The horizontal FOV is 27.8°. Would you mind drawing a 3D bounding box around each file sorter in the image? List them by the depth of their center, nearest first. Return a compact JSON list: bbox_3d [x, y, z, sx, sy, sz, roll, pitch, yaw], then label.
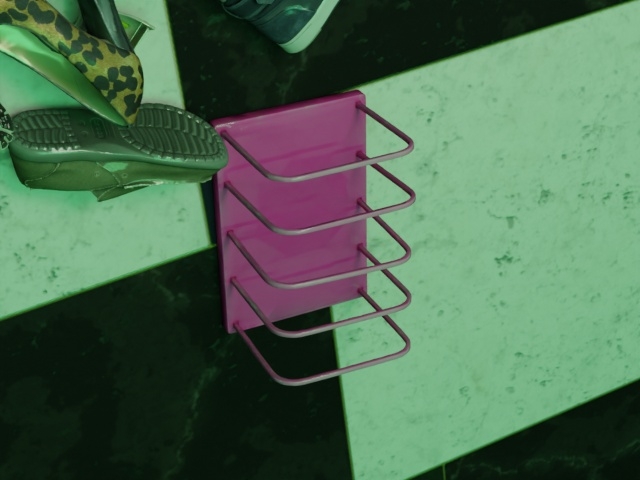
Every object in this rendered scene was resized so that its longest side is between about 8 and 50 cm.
[{"bbox_3d":[0.000,0.000,1.562,0.202,0.182,0.290,-14,121,-22],"label":"file sorter"}]

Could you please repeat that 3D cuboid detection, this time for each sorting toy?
[{"bbox_3d":[-0.235,-0.220,1.406,0.075,0.045,0.083,30,100,-28],"label":"sorting toy"}]

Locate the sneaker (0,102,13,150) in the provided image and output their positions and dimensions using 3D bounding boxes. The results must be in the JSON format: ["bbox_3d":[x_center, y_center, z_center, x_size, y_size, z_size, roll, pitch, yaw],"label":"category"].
[{"bbox_3d":[-0.385,-0.158,1.336,0.063,0.073,0.162,-37,110,-41],"label":"sneaker"}]

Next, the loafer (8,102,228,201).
[{"bbox_3d":[-0.229,-0.096,1.455,0.251,0.094,0.087,3,139,-20],"label":"loafer"}]

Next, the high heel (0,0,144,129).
[{"bbox_3d":[-0.301,-0.173,1.303,0.261,0.093,0.186,-25,103,-33],"label":"high heel"}]

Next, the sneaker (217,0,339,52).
[{"bbox_3d":[-0.028,-0.335,1.428,0.163,0.086,0.226,26,102,-39],"label":"sneaker"}]
